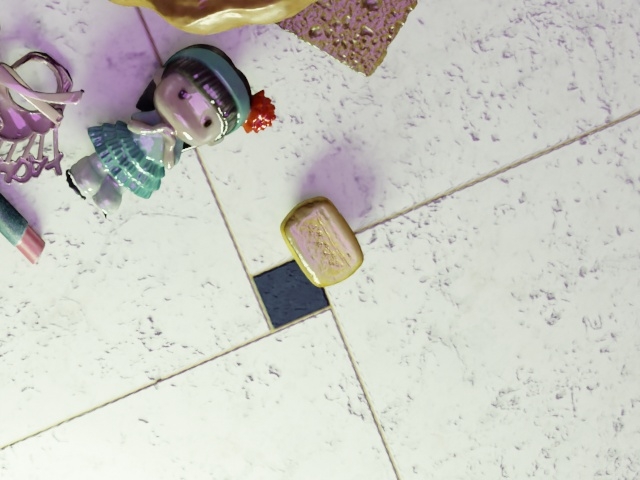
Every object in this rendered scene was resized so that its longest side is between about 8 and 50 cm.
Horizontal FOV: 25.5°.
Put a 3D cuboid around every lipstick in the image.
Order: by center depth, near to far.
[{"bbox_3d":[-0.410,-0.058,1.682,0.053,0.053,0.234,-37,115,2],"label":"lipstick"}]

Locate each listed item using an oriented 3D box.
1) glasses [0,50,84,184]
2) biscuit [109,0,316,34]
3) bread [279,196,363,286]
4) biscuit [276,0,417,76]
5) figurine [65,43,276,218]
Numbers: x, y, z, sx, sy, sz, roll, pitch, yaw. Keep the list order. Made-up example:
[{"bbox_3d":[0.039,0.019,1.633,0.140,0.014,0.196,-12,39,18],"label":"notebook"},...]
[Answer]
[{"bbox_3d":[-0.378,-0.162,1.612,0.255,0.095,0.162,39,90,-26],"label":"glasses"},{"bbox_3d":[-0.089,-0.397,1.480,0.385,0.062,0.365,-5,75,23],"label":"biscuit"},{"bbox_3d":[0.000,0.000,1.790,0.082,0.056,0.115,-36,106,1],"label":"bread"},{"bbox_3d":[-0.003,-0.301,1.699,0.230,0.025,0.131,29,101,-20],"label":"biscuit"},{"bbox_3d":[-0.182,-0.126,1.682,0.245,0.110,0.138,-39,122,6],"label":"figurine"}]
